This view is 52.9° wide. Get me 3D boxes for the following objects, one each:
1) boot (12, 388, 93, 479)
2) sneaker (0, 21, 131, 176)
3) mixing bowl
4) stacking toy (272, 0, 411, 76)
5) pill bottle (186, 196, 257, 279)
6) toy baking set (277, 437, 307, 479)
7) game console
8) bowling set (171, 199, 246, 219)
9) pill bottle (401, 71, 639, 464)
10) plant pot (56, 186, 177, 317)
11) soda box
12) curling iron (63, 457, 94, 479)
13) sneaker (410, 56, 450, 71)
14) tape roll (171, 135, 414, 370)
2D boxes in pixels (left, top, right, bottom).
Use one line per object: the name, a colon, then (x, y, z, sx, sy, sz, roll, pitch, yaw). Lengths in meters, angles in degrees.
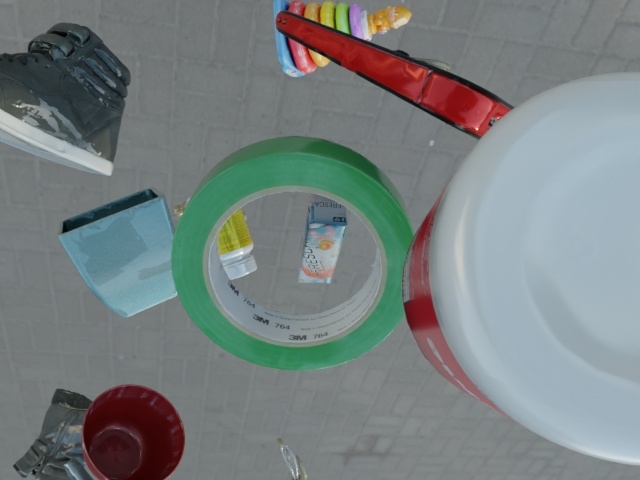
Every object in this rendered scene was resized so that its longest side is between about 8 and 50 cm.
boot: (-0.537, 0.490, 1.506, 0.339, 0.222, 0.118, 3, 148, 27)
sneaker: (-0.323, -0.182, 0.677, 0.105, 0.146, 0.296, 11, 172, 32)
mixing bowl: (-0.338, 0.354, 1.118, 0.182, 0.181, 0.098, 22, 134, -26)
stacking toy: (0.054, -0.473, 1.439, 0.302, 0.175, 0.165, -5, 92, 16)
pill bottle: (-0.226, -0.016, 1.501, 0.119, 0.119, 0.208, -18, 95, 10)
toy baking set: (-0.057, 0.555, 1.475, 0.030, 0.196, 0.256, -23, 174, -17)
game console: (0.162, -0.221, 0.947, 0.387, 0.342, 0.060, 7, 116, -53)
bowling set: (-0.308, -0.056, 1.877, 0.154, 0.199, 0.287, -21, 179, -29)
pill bottle: (0.189, 0.037, 0.547, 0.229, 0.228, 0.407, -9, 172, 2)
plant pot: (-0.464, 0.038, 1.559, 0.247, 0.248, 0.252, -23, 106, -16)
soda box: (0.000, 0.000, 1.028, 0.058, 0.062, 0.183, 2, 147, -6)
curling iron: (-0.239, 0.387, 0.799, 0.068, 0.035, 0.274, -24, 103, 47)
sneaker: (0.247, -0.442, 1.684, 0.189, 0.066, 0.071, 3, 104, -17)
tape roll: (-0.032, 0.024, 0.863, 0.322, 0.077, 0.321, 1, 115, 1)
